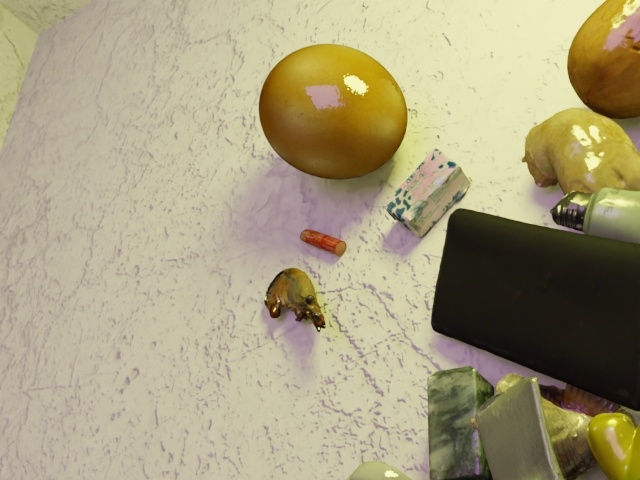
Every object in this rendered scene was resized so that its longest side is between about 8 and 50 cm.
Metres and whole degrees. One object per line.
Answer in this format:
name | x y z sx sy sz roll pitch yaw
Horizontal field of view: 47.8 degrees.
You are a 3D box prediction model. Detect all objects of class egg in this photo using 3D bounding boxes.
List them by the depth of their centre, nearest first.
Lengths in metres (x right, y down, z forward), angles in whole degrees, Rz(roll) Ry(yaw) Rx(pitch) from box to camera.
egg | 0.026 -0.273 1.541 0.351 0.282 0.282 23 77 45

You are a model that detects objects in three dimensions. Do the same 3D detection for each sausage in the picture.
sausage | 0.000 0.000 1.556 0.129 0.034 0.034 22 76 44

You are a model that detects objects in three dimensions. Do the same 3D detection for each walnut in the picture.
walnut | 0.556 -0.348 1.230 0.298 0.203 0.203 -56 43 11

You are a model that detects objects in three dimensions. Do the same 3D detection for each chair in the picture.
chair | 0.219 0.341 0.843 0.160 0.186 0.319 118 137 -57

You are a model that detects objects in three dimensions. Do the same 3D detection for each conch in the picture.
conch | 0.338 0.266 1.033 0.245 0.163 0.178 2 46 9

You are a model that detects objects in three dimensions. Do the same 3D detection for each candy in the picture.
candy | 0.211 -0.092 1.424 0.160 0.073 0.092 -48 46 1

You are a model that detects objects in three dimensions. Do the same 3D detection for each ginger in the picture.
ginger | 0.453 -0.130 1.219 0.267 0.138 0.152 -119 31 -50

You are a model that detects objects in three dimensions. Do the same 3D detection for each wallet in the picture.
wallet | 0.339 0.088 1.119 0.406 0.062 0.228 18 104 54

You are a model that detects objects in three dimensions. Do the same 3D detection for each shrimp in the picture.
shrimp | -0.043 0.144 1.474 0.117 0.066 0.262 -56 28 14

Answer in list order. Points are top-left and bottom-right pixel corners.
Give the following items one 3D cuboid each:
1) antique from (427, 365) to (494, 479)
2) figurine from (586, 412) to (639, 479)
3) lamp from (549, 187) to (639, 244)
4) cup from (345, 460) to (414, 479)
antique | 0.225 0.295 1.140 0.086 0.088 0.183 -16 53 28
figurine | 0.471 0.320 0.832 0.324 0.231 0.340 -3 67 33
lamp | 0.513 -0.027 1.051 0.314 0.182 0.182 37 88 37
cup | 0.138 0.429 0.989 0.257 0.301 0.227 12 39 35
